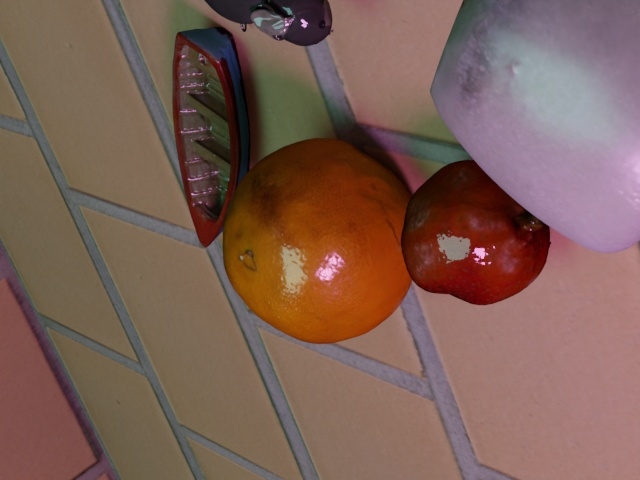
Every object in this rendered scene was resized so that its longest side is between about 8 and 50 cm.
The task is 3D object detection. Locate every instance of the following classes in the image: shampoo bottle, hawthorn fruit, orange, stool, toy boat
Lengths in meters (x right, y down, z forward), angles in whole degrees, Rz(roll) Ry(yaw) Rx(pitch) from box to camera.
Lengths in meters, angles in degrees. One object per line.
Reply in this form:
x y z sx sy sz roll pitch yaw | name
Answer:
0.260 -0.153 1.225 0.317 0.322 0.322 31 152 -1 | shampoo bottle
0.180 -0.012 1.727 0.169 0.169 0.188 56 155 -4 | hawthorn fruit
0.000 0.000 1.950 0.261 0.261 0.261 39 150 28 | orange
-0.065 -0.326 1.776 0.228 0.139 0.153 57 154 -8 | stool
-0.152 -0.141 2.207 0.136 0.079 0.392 36 148 28 | toy boat

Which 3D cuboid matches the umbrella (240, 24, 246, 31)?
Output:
-0.118 -0.337 1.986 0.022 0.022 0.149 -7 122 19 | umbrella
